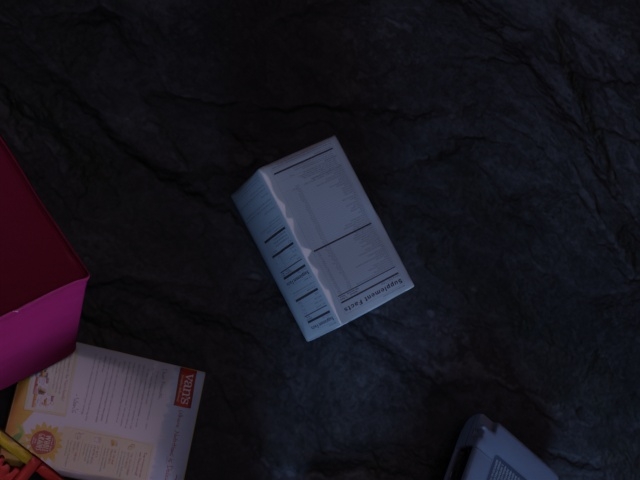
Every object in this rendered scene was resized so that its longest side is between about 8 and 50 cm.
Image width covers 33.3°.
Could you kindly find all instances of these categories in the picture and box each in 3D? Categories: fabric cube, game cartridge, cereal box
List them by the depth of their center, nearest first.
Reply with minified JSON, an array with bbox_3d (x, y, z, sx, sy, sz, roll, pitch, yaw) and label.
[{"bbox_3d":[-0.443,0.041,1.237,0.259,0.258,0.254,-28,76,-26],"label":"fabric cube"},{"bbox_3d":[-0.283,0.230,1.400,0.240,0.047,0.173,17,71,-18],"label":"cereal box"},{"bbox_3d":[0.241,0.422,1.519,0.198,0.062,0.297,44,53,-23],"label":"game cartridge"}]

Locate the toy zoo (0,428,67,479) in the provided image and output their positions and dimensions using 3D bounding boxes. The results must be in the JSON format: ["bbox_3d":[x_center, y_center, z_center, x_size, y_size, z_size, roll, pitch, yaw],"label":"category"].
[{"bbox_3d":[-0.404,0.342,1.299,0.293,0.030,0.192,42,76,-12],"label":"toy zoo"}]

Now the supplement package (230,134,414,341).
[{"bbox_3d":[0.000,0.000,1.528,0.139,0.134,0.244,-25,86,-26],"label":"supplement package"}]
